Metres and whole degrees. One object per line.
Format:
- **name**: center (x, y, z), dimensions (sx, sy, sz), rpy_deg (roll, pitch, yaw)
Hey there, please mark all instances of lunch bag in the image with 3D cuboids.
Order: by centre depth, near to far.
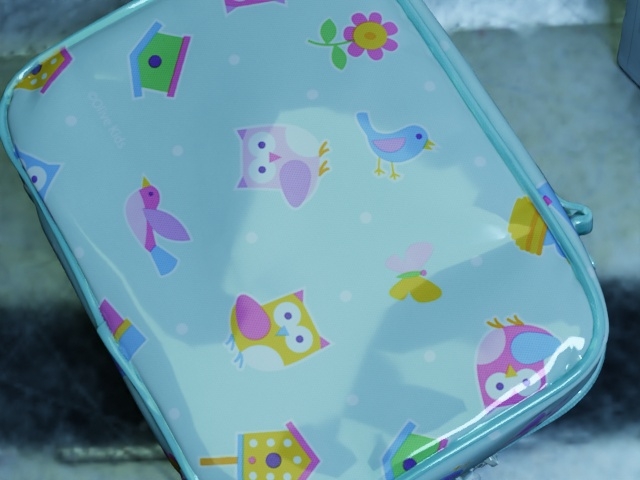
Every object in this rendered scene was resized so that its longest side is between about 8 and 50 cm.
- **lunch bag**: center (0.000, 0.000, 0.885), dimensions (0.224, 0.108, 0.279), rpy_deg (-30, 76, -4)

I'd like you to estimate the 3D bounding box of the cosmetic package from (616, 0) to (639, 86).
- **cosmetic package**: center (0.294, -0.086, 0.857), dimensions (0.224, 0.138, 0.224), rpy_deg (-38, 77, -3)
